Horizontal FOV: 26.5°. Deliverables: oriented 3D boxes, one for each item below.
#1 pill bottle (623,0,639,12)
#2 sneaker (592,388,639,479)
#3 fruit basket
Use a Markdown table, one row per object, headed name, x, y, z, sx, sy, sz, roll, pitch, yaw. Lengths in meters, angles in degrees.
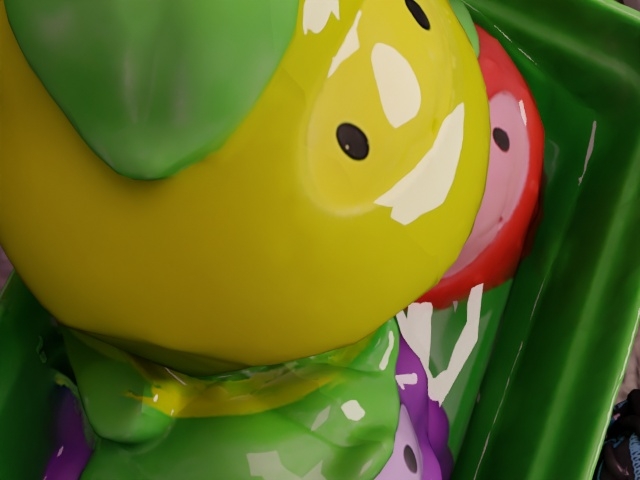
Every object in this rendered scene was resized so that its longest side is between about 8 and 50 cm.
| name | x | y | z | sx | sy | sz | roll | pitch | yaw |
| --- | --- | --- | --- | --- | --- | --- | --- | --- | --- |
| pill bottle | 0.297 | -0.169 | 0.800 | 0.216 | 0.121 | 0.121 | -6 | 71 | -17 |
| sneaker | 0.195 | 0.090 | 0.614 | 0.140 | 0.125 | 0.340 | 19 | 98 | 4 |
| fruit basket | 0.000 | 0.000 | 0.528 | 0.283 | 0.392 | 0.392 | 25 | 66 | -5 |
